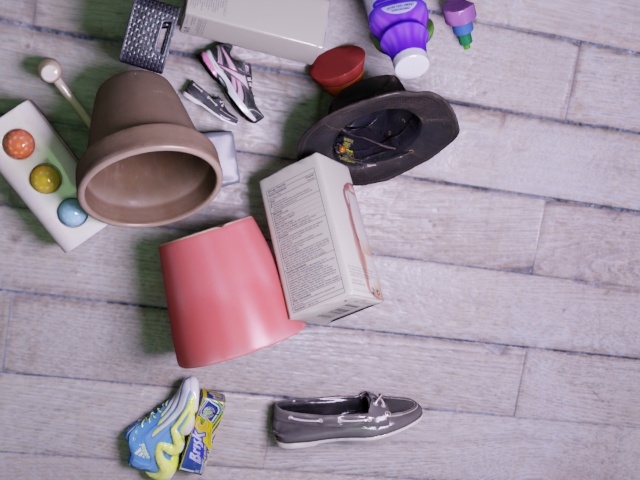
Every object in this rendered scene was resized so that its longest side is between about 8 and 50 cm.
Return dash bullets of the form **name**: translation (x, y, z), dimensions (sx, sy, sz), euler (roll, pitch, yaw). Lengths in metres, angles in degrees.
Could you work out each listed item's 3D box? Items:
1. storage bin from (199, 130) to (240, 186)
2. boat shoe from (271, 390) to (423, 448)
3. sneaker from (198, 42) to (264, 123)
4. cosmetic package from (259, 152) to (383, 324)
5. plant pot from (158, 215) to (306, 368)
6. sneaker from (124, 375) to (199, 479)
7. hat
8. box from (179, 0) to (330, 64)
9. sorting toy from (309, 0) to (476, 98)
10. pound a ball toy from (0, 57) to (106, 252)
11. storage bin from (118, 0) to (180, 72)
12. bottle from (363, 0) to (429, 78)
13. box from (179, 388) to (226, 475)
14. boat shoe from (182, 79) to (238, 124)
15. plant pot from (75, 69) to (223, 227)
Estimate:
- **storage bin**: translation (-0.215, -0.163, 1.709), dimensions (0.091, 0.098, 0.135), euler (-13, 102, -20)
- **boat shoe**: translation (0.059, 0.375, 1.849), dimensions (0.335, 0.112, 0.095), euler (-9, 106, -7)
- **sneaker**: translation (-0.162, -0.318, 1.700), dimensions (0.077, 0.072, 0.178), euler (-37, 106, -6)
- **cosmetic package**: translation (0.000, 0.000, 1.667), dimensions (0.153, 0.129, 0.296), euler (-23, 69, 28)
- **plant pot**: translation (-0.191, 0.094, 1.681), dimensions (0.275, 0.275, 0.243), euler (-19, 94, -8)
- **sneaker**: translation (-0.336, 0.387, 1.778), dimensions (0.126, 0.091, 0.240), euler (17, 97, -14)
- **hat**: translation (0.109, -0.243, 1.703), dimensions (0.331, 0.331, 0.134), euler (0, 63, -12)
- **box**: translation (-0.127, -0.437, 1.659), dimensions (0.275, 0.094, 0.113), euler (13, 75, -14)
- **sorting toy**: translation (0.162, -0.369, 1.756), dimensions (0.366, 0.127, 0.126), euler (-26, 128, -4)
- **pound a ball toy**: translation (-0.501, -0.163, 1.622), dimensions (0.208, 0.136, 0.319), euler (-35, 106, -4)
- **storage bin**: translation (-0.321, -0.384, 1.597), dimensions (0.084, 0.180, 0.122), euler (15, 96, -15)
- **bottle**: translation (0.148, -0.440, 1.653), dimensions (0.118, 0.092, 0.282), euler (-10, 60, 1)
- **box**: translation (-0.252, 0.408, 1.815), dimensions (0.054, 0.059, 0.168), euler (17, 96, -12)
- **boat shoe**: translation (-0.216, -0.276, 1.710), dimensions (0.125, 0.046, 0.038), euler (32, 97, -7)
- **plant pot**: translation (-0.331, -0.183, 1.587), dimensions (0.263, 0.263, 0.229), euler (-12, 61, -10)
